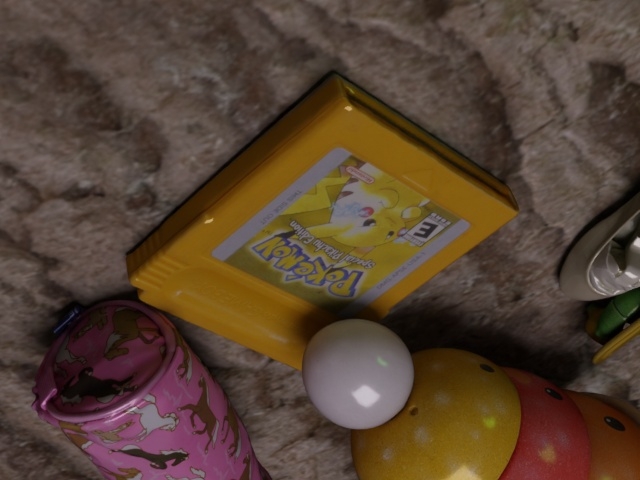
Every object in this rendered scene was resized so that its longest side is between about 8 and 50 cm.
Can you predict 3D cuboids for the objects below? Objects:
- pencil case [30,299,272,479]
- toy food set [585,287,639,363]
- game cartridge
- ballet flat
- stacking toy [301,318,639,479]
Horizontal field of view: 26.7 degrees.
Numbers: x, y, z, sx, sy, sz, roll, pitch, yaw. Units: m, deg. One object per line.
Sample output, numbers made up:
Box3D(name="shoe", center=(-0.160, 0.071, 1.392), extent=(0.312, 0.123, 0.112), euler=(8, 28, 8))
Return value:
Box3D(name="pencil case", center=(-0.177, 0.227, 1.509), extent=(0.167, 0.160, 0.386), euler=(16, 151, 29))
Box3D(name="toy food set", center=(0.389, 0.059, 1.591), extent=(0.218, 0.071, 0.128), euler=(-43, 161, 32))
Box3D(name="game cartridge", center=(0.000, 0.000, 1.394), extent=(0.324, 0.052, 0.285), euler=(-40, 134, 24))
Box3D(name="ballet flat", center=(0.351, 0.000, 1.489), extent=(0.086, 0.086, 0.248), euler=(13, 130, -30))
Box3D(name="stacking toy", center=(0.156, 0.238, 1.532), extent=(0.351, 0.350, 0.480), euler=(-35, 128, 19))
